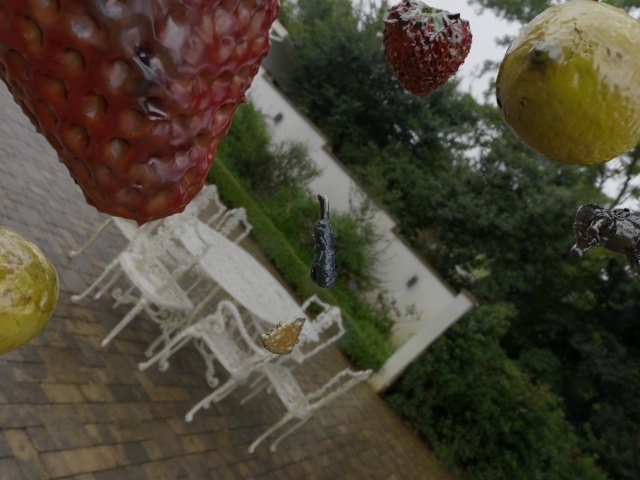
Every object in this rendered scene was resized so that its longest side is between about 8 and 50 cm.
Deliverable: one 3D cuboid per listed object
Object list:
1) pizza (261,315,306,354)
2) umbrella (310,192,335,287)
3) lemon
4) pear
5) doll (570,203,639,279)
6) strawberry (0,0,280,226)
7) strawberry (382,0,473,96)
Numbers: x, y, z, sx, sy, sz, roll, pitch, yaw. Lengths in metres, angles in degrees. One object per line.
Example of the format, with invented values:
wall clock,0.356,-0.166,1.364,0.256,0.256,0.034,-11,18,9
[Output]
pizza,-0.055,0.145,0.945,0.025,0.078,0.083,43,-4,38
umbrella,0.006,0.000,1.563,0.071,0.070,0.249,-33,124,-88
lemon,0.392,-0.227,0.899,0.253,0.228,0.228,37,5,-17
pear,-0.690,0.105,1.242,0.281,0.280,0.281,47,2,-2
doll,0.386,-0.008,0.767,0.139,0.057,0.165,22,28,4
strawberry,-0.149,-0.155,0.447,0.253,0.280,0.150,23,6,-36
strawberry,0.215,-0.396,1.254,0.184,0.186,0.202,-108,-160,-43
